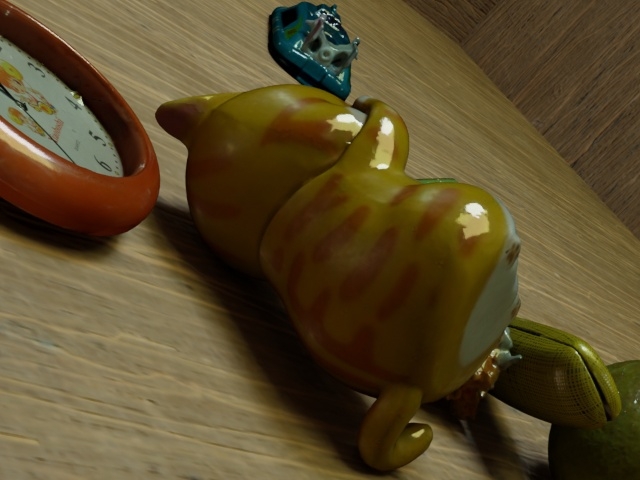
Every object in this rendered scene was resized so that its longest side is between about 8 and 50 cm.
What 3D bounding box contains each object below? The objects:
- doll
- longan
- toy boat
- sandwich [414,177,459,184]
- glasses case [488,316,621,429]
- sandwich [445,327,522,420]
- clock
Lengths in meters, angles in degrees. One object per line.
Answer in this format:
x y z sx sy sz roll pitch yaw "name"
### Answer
0.020 -0.003 0.827 0.269 0.162 0.166 48 -19 33 "doll"
0.273 0.171 1.012 0.145 0.176 0.154 24 48 -34 "longan"
0.003 -0.281 1.673 0.134 0.092 0.299 36 18 -15 "toy boat"
0.114 -0.024 1.427 0.116 0.074 0.074 -1 37 -22 "sandwich"
0.173 0.106 1.012 0.079 0.064 0.234 64 -13 -11 "glasses case"
0.082 0.038 0.989 0.160 0.109 0.185 43 4 -31 "sandwich"
-0.185 -0.081 0.740 0.205 0.051 0.205 40 17 -15 "clock"
